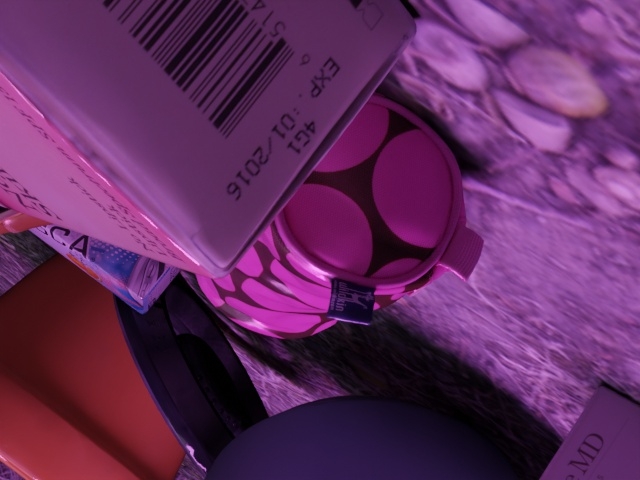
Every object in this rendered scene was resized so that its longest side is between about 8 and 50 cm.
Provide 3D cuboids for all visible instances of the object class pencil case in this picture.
[{"bbox_3d":[0.000,0.000,0.649,0.098,0.095,0.209,23,168,-9],"label":"pencil case"}]

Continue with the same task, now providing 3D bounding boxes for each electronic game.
[{"bbox_3d":[-0.097,0.118,1.099,0.229,0.048,0.229,59,-174,-10],"label":"electronic game"}]

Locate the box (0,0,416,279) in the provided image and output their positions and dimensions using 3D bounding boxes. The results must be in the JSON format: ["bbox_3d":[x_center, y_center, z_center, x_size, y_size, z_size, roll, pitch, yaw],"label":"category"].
[{"bbox_3d":[-0.104,-0.092,0.534,0.148,0.127,0.232,47,161,-32],"label":"box"}]

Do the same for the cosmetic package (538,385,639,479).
[{"bbox_3d":[0.207,0.183,0.670,0.231,0.117,0.085,29,162,23],"label":"cosmetic package"}]

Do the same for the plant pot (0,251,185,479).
[{"bbox_3d":[-0.233,0.143,1.335,0.291,0.203,0.291,34,165,11],"label":"plant pot"}]

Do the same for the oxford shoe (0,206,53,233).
[{"bbox_3d":[-0.183,-0.032,0.906,0.212,0.076,0.076,-8,154,45],"label":"oxford shoe"}]

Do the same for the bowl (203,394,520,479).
[{"bbox_3d":[0.029,0.222,0.943,0.311,0.163,0.311,2,136,2],"label":"bowl"}]

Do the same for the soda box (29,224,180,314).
[{"bbox_3d":[-0.183,-0.027,1.003,0.183,0.063,0.058,36,164,5],"label":"soda box"}]
